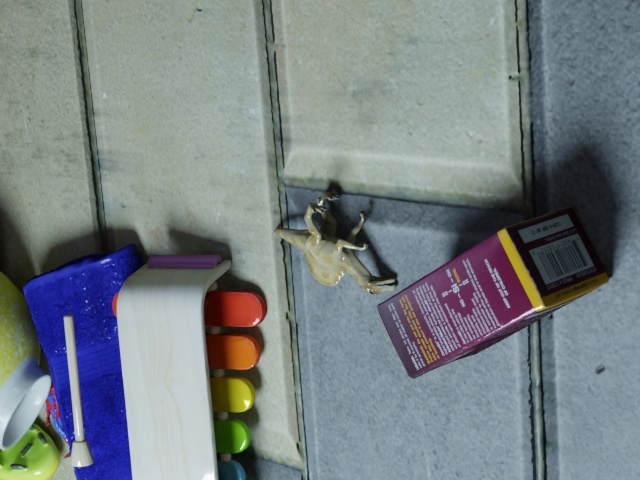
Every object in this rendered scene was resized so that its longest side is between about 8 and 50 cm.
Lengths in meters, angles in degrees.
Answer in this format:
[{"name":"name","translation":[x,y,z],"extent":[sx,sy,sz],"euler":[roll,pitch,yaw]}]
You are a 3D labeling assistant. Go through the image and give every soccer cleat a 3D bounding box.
[{"name":"soccer cleat","translation":[-0.455,0.321,2.079],"extent":[0.289,0.093,0.121],"euler":[-5,129,42]}]

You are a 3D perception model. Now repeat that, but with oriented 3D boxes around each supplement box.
[{"name":"supplement box","translation":[0.156,0.050,1.344],"extent":[0.188,0.104,0.080],"euler":[-35,76,45]}]

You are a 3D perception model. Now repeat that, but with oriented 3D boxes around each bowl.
[{"name":"bowl","translation":[-0.450,0.188,1.908],"extent":[0.156,0.289,0.289],"euler":[29,125,9]}]

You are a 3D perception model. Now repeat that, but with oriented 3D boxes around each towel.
[{"name":"towel","translation":[-0.271,0.173,1.835],"extent":[0.228,0.076,0.308],"euler":[-20,88,47]}]

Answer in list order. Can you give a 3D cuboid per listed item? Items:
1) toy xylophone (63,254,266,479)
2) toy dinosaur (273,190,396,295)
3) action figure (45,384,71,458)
[{"name":"toy xylophone","translation":[-0.183,0.172,1.694],"extent":[0.236,0.081,0.322],"euler":[8,101,26]},{"name":"toy dinosaur","translation":[0.000,0.000,1.525],"extent":[0.183,0.053,0.092],"euler":[28,122,37]},{"name":"action figure","translation":[-0.359,0.238,1.981],"extent":[0.038,0.030,0.115],"euler":[-35,74,50]}]
